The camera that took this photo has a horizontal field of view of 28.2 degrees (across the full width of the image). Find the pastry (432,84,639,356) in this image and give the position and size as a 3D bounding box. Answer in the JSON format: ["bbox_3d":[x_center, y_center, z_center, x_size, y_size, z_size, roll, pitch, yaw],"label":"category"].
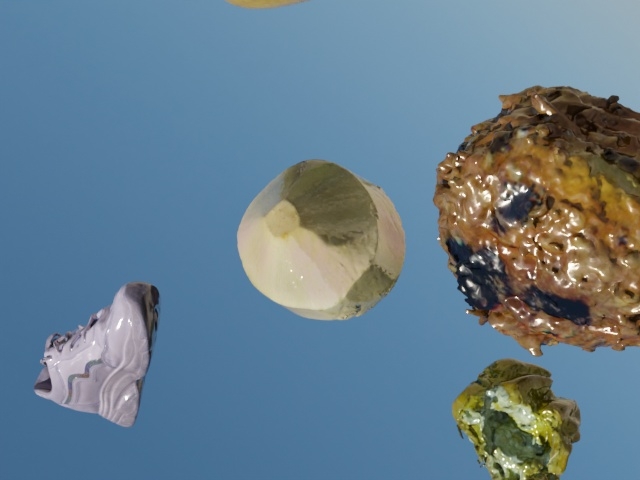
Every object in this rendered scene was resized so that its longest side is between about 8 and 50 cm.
[{"bbox_3d":[0.295,-0.025,1.553,0.337,0.292,0.405,46,163,-14],"label":"pastry"}]

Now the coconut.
[{"bbox_3d":[0.000,0.000,1.948,0.259,0.259,0.259,33,-160,-14],"label":"coconut"}]

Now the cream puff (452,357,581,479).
[{"bbox_3d":[0.319,0.292,2.009,0.221,0.195,0.195,61,-160,-2],"label":"cream puff"}]

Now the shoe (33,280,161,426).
[{"bbox_3d":[-0.274,0.133,1.564,0.138,0.245,0.095,9,-135,-11],"label":"shoe"}]

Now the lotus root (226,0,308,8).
[{"bbox_3d":[-0.059,-0.395,1.747,0.303,0.146,0.131,1,-175,33],"label":"lotus root"}]
